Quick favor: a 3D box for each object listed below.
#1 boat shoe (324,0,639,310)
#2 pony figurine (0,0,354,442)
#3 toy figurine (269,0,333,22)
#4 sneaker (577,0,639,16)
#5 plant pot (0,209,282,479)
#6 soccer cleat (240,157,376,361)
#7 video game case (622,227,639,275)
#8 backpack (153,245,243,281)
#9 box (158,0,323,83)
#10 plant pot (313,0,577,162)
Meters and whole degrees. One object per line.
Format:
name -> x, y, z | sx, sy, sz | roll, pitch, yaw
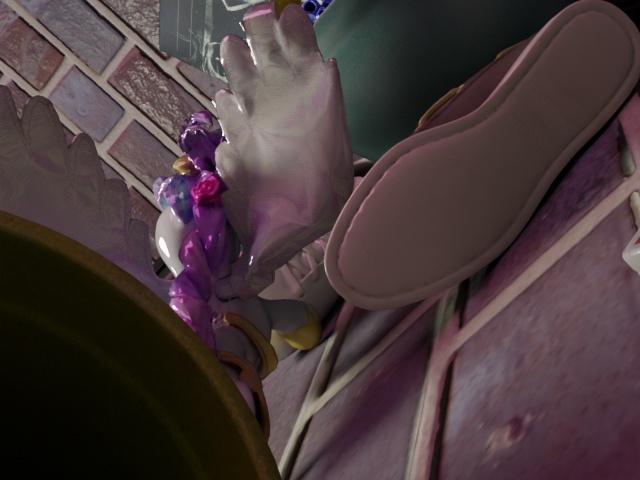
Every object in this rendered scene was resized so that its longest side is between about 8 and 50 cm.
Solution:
boat shoe -> 0.118, -0.059, 0.792 | 0.305, 0.109, 0.091 | -43, 5, -12
pony figurine -> -0.094, 0.008, 0.872 | 0.302, 0.351, 0.363 | -17, 10, 5
toy figurine -> 0.046, -0.246, 1.393 | 0.217, 0.191, 0.363 | 40, -112, -70
sneaker -> 0.265, -0.248, 0.982 | 0.108, 0.100, 0.271 | -57, 10, -26
plant pot -> -0.225, 0.219, 0.535 | 0.366, 0.366, 0.353 | -52, -5, -31
soccer cleat -> 0.000, 0.000, 1.168 | 0.143, 0.116, 0.331 | -43, 8, 42
video game case -> 0.262, -0.106, 0.446 | 0.285, 0.025, 0.204 | -51, 6, -20
backpack -> -0.166, 0.092, 1.395 | 0.254, 0.191, 0.225 | -56, 9, -3
box -> 0.006, -0.466, 1.713 | 0.297, 0.471, 0.480 | -55, -15, -37
plant pot -> 0.124, -0.172, 0.961 | 0.293, 0.196, 0.293 | -46, 1, 1
